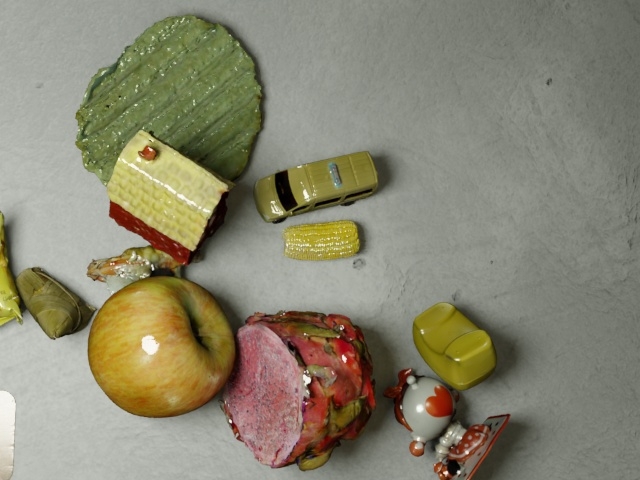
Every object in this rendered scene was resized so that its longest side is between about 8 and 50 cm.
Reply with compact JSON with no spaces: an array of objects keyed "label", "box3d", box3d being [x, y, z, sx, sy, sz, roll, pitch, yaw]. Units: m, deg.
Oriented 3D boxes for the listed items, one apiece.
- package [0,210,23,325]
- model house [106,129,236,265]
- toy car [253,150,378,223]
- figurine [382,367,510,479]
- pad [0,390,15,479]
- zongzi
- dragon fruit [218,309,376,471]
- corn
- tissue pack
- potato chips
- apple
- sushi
[{"label":"package","box3d":[-0.637,0.067,1.293,0.168,0.090,0.226,-19,85,15]},{"label":"model house","box3d":[-0.269,-0.085,1.262,0.196,0.254,0.160,32,71,-3]},{"label":"toy car","box3d":[-0.010,-0.116,1.466,0.256,0.124,0.101,-15,82,-16]},{"label":"figurine","box3d":[0.232,0.364,1.431,0.226,0.160,0.183,38,73,6]},{"label":"pad","box3d":[-0.705,0.370,1.278,0.266,0.002,0.176,0,79,-13]},{"label":"zongzi","box3d":[-0.516,0.118,1.283,0.160,0.176,0.078,36,94,-1]},{"label":"dragon fruit","box3d":[-0.004,0.279,1.332,0.262,0.314,0.296,-2,103,-39]},{"label":"corn","box3d":[0.000,0.000,1.478,0.165,0.063,0.085,-2,89,-12]},{"label":"tissue pack","box3d":[0.277,0.225,1.444,0.123,0.178,0.127,-27,127,-16]},{"label":"potato chips","box3d":[-0.297,-0.262,1.457,0.358,0.070,0.429,45,75,-3]},{"label":"apple","box3d":[-0.297,0.197,1.271,0.264,0.264,0.264,2,79,-12]},{"label":"sushi","box3d":[-0.344,0.057,1.371,0.226,0.097,0.103,-14,83,-16]}]
